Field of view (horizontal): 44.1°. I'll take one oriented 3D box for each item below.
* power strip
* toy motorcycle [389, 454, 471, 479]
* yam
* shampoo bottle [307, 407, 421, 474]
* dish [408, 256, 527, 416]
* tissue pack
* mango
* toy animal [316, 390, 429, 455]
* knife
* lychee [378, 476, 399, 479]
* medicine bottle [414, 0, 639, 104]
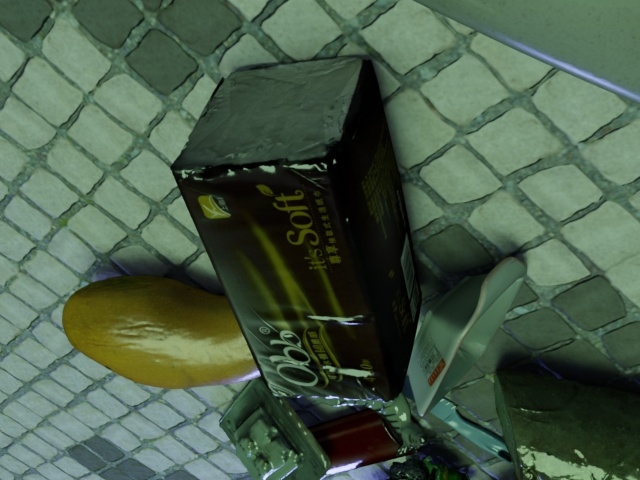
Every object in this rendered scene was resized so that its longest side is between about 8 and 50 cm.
[{"bbox_3d":[-0.094,0.352,1.329,0.198,0.064,0.213,49,138,13],"label":"power strip"},{"bbox_3d":[0.188,0.394,1.285,0.106,0.074,0.190,-2,154,31],"label":"toy motorcycle"},{"bbox_3d":[0.376,0.275,1.052,0.304,0.168,0.168,9,134,12],"label":"yam"},{"bbox_3d":[0.041,0.338,1.314,0.260,0.064,0.102,-27,116,39],"label":"shampoo bottle"},{"bbox_3d":[0.176,0.105,0.995,0.064,0.154,0.234,39,140,21],"label":"dish"},{"bbox_3d":[0.000,0.000,0.913,0.198,0.210,0.370,-5,129,16],"label":"tissue pack"},{"bbox_3d":[-0.219,0.140,1.176,0.359,0.144,0.187,10,137,10],"label":"mango"},{"bbox_3d":[0.062,0.225,1.170,0.216,0.073,0.176,9,117,17],"label":"toy animal"},{"bbox_3d":[0.192,0.264,1.216,0.313,0.019,0.044,33,128,-9],"label":"knife"},{"bbox_3d":[0.127,0.499,1.361,0.171,0.171,0.171,12,135,12],"label":"lychee"},{"bbox_3d":[0.216,-0.264,0.624,0.375,0.123,0.282,25,134,-1],"label":"medicine bottle"}]
